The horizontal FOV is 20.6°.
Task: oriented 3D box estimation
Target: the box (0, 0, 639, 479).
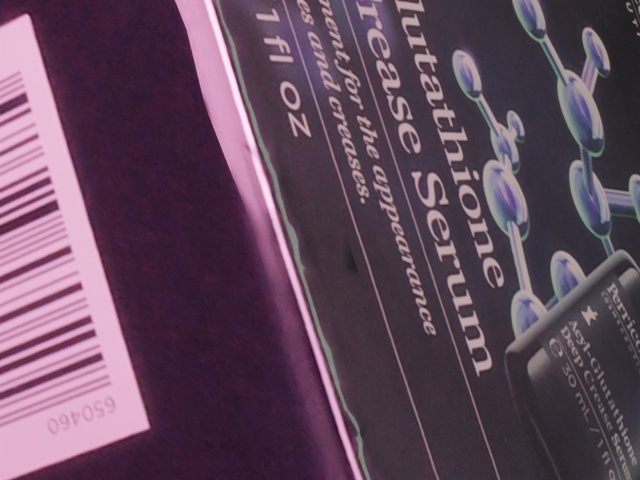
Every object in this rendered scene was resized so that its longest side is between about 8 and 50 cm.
[{"bbox_3d":[0.000,0.000,0.709,0.395,0.212,0.293,-5,74,-59],"label":"box"}]
